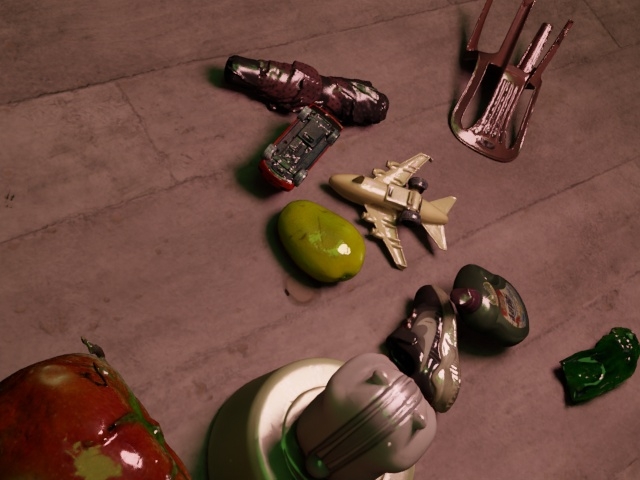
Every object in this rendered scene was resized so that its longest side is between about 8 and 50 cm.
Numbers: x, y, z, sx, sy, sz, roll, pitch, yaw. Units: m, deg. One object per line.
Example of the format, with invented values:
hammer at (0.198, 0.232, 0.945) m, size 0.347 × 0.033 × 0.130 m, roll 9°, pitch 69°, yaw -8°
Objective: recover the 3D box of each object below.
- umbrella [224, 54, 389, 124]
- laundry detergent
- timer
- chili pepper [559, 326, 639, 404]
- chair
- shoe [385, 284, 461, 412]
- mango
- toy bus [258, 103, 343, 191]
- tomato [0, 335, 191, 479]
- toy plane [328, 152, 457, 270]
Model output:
umbrella at (-0.023, -0.275, 1.605) m, size 0.326 × 0.090 × 0.094 m, roll 9°, pitch 61°, yaw -24°
laundry detergent at (0.276, 0.103, 1.488) m, size 0.222 × 0.078 × 0.144 m, roll 25°, pitch 43°, yaw -51°
timer at (0.035, 0.261, 1.168) m, size 0.291 × 0.315 × 0.290 m, roll 14°, pitch 55°, yaw -21°
chili pepper at (0.520, 0.230, 1.613) m, size 0.224 × 0.061 × 0.098 m, roll -24°, pitch 82°, yaw -38°
chair at (0.386, -0.343, 1.854) m, size 0.176 × 0.183 × 0.326 m, roll 25°, pitch 98°, yaw -15°
shoe at (0.163, 0.173, 1.437) m, size 0.112 × 0.099 × 0.227 m, roll 2°, pitch 56°, yaw -13°
mango at (-0.003, 0.005, 1.454) m, size 0.163 × 0.089 × 0.117 m, roll 29°, pitch 59°, yaw 5°
toy bus at (-0.043, -0.152, 1.518) m, size 0.081 × 0.089 × 0.195 m, roll 38°, pitch 50°, yaw -2°
tomato at (-0.289, 0.282, 1.003) m, size 0.239 × 0.303 × 0.303 m, roll -35°, pitch 81°, yaw -10°
toy plane at (0.131, -0.071, 1.567) m, size 0.244 × 0.092 × 0.229 m, roll 22°, pitch 68°, yaw -19°
